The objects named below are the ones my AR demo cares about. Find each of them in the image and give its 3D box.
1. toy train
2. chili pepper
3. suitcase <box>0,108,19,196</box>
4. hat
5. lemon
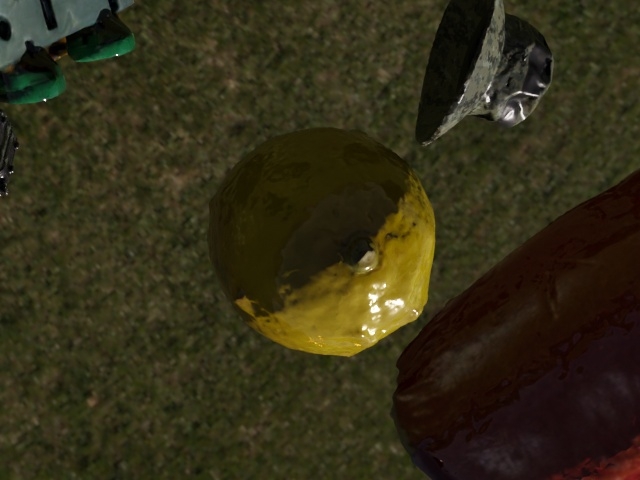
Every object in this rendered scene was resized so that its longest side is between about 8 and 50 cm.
[{"bbox_3d":[-0.380,-0.272,1.363,0.429,0.249,0.178,-47,131,-56],"label":"toy train"},{"bbox_3d":[0.237,0.110,0.977,0.305,0.229,0.251,-35,112,15],"label":"chili pepper"},{"bbox_3d":[-0.411,-0.101,1.403,0.086,0.126,0.059,-14,126,4],"label":"suitcase"},{"bbox_3d":[0.214,-0.215,1.459,0.128,0.265,0.265,19,113,-12],"label":"hat"},{"bbox_3d":[0.000,0.000,1.185,0.234,0.288,0.233,0,91,-20],"label":"lemon"}]
